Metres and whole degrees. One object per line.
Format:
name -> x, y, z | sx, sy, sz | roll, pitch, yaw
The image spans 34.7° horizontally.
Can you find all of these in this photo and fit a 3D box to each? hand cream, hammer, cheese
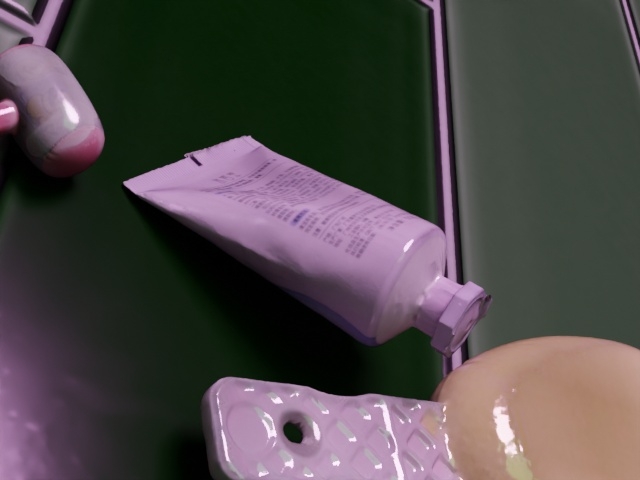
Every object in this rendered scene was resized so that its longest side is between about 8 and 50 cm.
hand cream -> 0.000, 0.000, 0.411 | 0.142, 0.053, 0.084 | 29, 31, 23
hammer -> -0.120, -0.042, 0.362 | 0.083, 0.031, 0.052 | -20, 68, -44
cheese -> 0.066, 0.089, 0.405 | 0.255, 0.050, 0.127 | 11, 51, -35
